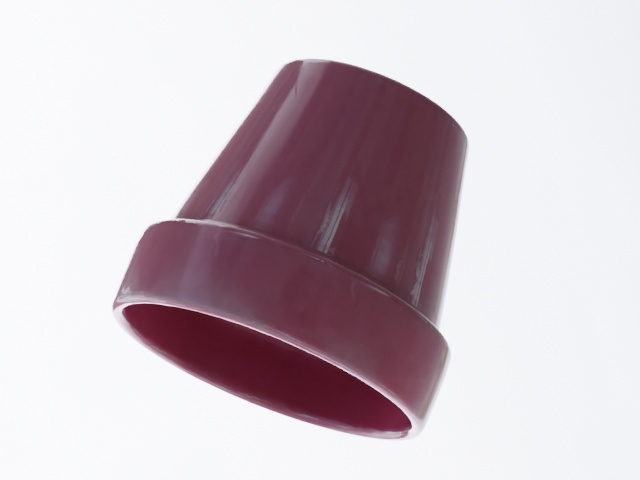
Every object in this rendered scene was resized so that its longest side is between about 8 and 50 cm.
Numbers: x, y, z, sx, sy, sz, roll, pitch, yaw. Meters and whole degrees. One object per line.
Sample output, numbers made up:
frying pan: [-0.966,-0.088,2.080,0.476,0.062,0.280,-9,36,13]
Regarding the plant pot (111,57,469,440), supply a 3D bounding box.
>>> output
plant pot: [0.000,0.000,1.115,0.201,0.201,0.180,39,-114,-43]
